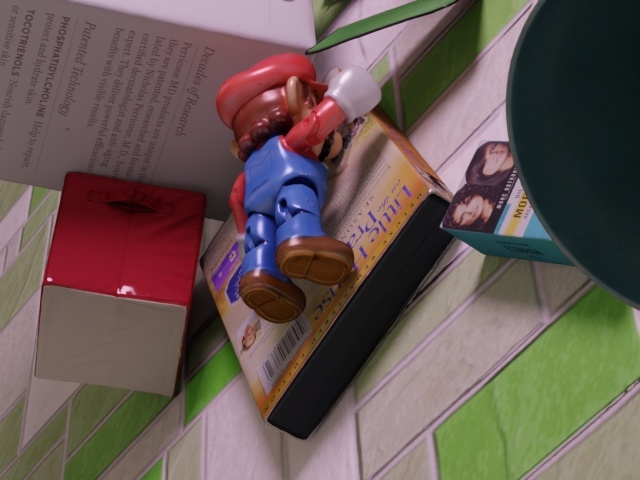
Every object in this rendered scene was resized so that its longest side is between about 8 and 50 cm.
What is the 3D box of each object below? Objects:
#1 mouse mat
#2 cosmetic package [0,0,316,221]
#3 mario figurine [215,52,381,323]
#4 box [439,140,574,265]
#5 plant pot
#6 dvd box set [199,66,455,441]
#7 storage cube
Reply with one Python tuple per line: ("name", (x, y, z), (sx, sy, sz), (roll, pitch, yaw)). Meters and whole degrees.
("mouse mat", (0.085, -0.255, 1.923), (0.190, 0.007, 0.152), (-15, 14, 24))
("cosmetic package", (-0.241, -0.271, 2.158), (0.327, 0.394, 0.329), (114, 160, -44))
("mario figurine", (-0.013, -0.068, 1.839), (0.198, 0.170, 0.320), (-12, 53, 11))
("box", (0.209, -0.035, 1.538), (0.244, 0.060, 0.100), (7, 70, 64))
("plant pot", (0.306, -0.105, 1.219), (0.290, 0.290, 0.195), (-38, -2, 41))
("dvd box set", (0.000, 0.000, 1.910), (0.307, 0.062, 0.420), (-55, 24, 11))
("storage cube", (-0.252, 0.056, 2.120), (0.215, 0.184, 0.193), (105, 172, -46))
